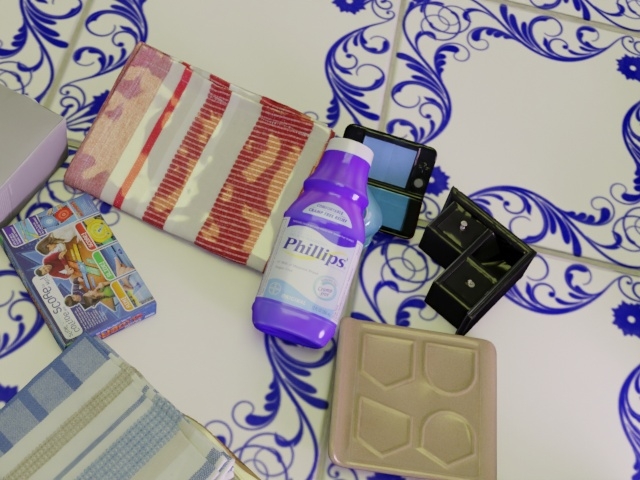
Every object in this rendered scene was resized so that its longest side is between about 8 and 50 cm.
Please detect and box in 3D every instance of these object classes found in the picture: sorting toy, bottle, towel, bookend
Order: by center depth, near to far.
[{"bbox_3d":[-0.263,0.254,1.245,0.285,0.034,0.209,36,71,30],"label":"towel"},{"bbox_3d":[0.121,0.255,1.366,0.229,0.041,0.307,12,57,-8],"label":"sorting toy"},{"bbox_3d":[0.000,0.000,1.422,0.118,0.092,0.282,20,76,-1],"label":"bottle"},{"bbox_3d":[-0.170,-0.120,1.494,0.329,0.037,0.237,25,80,7],"label":"towel"},{"bbox_3d":[0.194,0.031,1.495,0.157,0.072,0.156,41,61,16],"label":"bookend"}]

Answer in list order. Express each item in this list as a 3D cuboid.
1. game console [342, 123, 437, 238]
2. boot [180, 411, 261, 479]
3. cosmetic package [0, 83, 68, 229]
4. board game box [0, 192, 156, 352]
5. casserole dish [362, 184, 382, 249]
[{"bbox_3d":[0.087,-0.088,1.542,0.144,0.124,0.085,17,23,0],"label":"game console"},{"bbox_3d":[-0.169,0.313,1.253,0.213,0.077,0.165,39,62,14],"label":"boot"},{"bbox_3d":[-0.464,-0.093,1.437,0.127,0.107,0.238,30,55,9],"label":"cosmetic package"},{"bbox_3d":[-0.328,0.042,1.414,0.136,0.035,0.201,-25,66,-23],"label":"board game box"},{"bbox_3d":[0.010,-0.066,1.511,0.114,0.037,0.188,-32,71,3],"label":"casserole dish"}]
